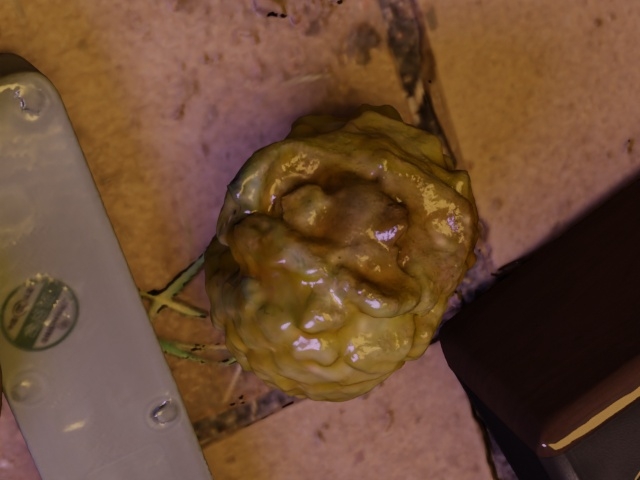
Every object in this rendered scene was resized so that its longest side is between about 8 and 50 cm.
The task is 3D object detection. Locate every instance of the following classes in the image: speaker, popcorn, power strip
[{"bbox_3d":[0.216,0.074,1.173,0.231,0.192,0.153,-34,118,-5],"label":"speaker"},{"bbox_3d":[0.011,0.003,1.094,0.142,0.173,0.173,10,105,-7],"label":"popcorn"},{"bbox_3d":[-0.139,0.061,1.104,0.091,0.062,0.385,-24,116,-11],"label":"power strip"}]

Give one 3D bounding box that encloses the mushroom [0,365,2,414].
[{"bbox_3d":[-0.253,0.092,0.977,0.204,0.204,0.204,-7,111,-19],"label":"mushroom"}]
